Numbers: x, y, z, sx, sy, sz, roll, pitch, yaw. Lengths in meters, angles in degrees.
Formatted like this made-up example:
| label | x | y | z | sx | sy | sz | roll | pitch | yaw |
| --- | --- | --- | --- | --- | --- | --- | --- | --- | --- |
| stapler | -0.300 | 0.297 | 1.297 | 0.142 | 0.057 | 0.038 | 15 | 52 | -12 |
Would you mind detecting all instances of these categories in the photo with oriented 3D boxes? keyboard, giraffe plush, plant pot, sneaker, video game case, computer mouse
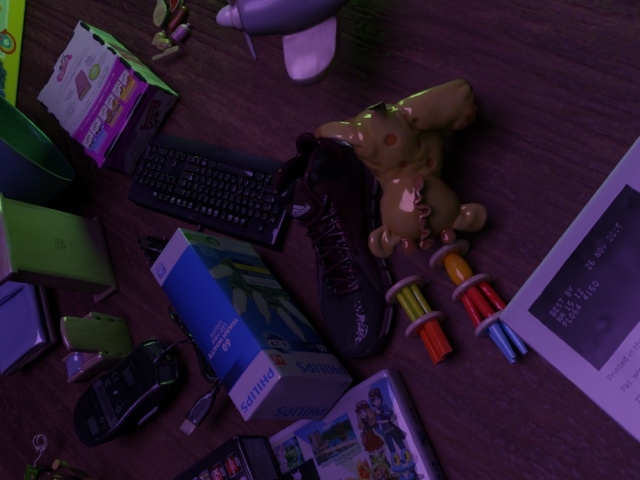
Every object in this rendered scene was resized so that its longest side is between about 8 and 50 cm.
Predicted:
| label | x | y | z | sx | sy | sz | roll | pitch | yaw |
| --- | --- | --- | --- | --- | --- | --- | --- | --- | --- |
| keyboard | -0.175 | -0.042 | 1.229 | 0.317 | 0.033 | 0.201 | 16 | 90 | 37 |
| giraffe plush | 0.108 | -0.076 | 0.958 | 0.181 | 0.210 | 0.170 | -16 | 96 | 26 |
| plant pot | -0.569 | -0.126 | 1.342 | 0.195 | 0.290 | 0.290 | -46 | 57 | 3 |
| sneaker | 0.000 | 0.000 | 1.011 | 0.106 | 0.162 | 0.281 | -17 | 70 | 32 |
| video game case | 0.017 | 0.361 | 1.002 | 0.329 | 0.036 | 0.300 | -36 | 62 | 25 |
| computer mouse | -0.229 | 0.224 | 1.194 | 0.262 | 0.060 | 0.184 | -46 | 53 | 5 |

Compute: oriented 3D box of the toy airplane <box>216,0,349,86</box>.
| label | x | y | z | sx | sy | sz | roll | pitch | yaw |
| --- | --- | --- | --- | --- | --- | --- | --- | --- | --- |
| toy airplane | -0.042 | -0.431 | 1.067 | 0.386 | 0.272 | 0.384 | 41 | 104 | 34 |

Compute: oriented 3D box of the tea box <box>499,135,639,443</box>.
| label | x | y | z | sx | sy | sz | roll | pitch | yaw |
| --- | --- | --- | --- | --- | --- | --- | --- | --- | --- |
| tea box | 0.370 | 0.019 | 0.644 | 0.220 | 0.323 | 0.329 | 44 | 107 | 34 |

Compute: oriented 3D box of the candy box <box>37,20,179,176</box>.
| label | x | y | z | sx | sy | sz | roll | pitch | yaw |
| --- | --- | --- | --- | --- | --- | --- | --- | --- | --- |
| candy box | -0.351 | -0.233 | 1.368 | 0.233 | 0.071 | 0.159 | 43 | 106 | 33 |

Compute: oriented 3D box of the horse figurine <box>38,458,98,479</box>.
| label | x | y | z | sx | sy | sz | roll | pitch | yaw |
| --- | --- | --- | --- | --- | --- | --- | --- | --- | --- |
| horse figurine | -0.290 | 0.393 | 1.154 | 0.066 | 0.174 | 0.263 | -50 | 46 | -7 |

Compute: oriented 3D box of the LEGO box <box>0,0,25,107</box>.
| label | x | y | z | sx | sy | sz | roll | pitch | yaw |
| --- | --- | --- | --- | --- | --- | --- | --- | --- | --- |
| LEGO box | -0.744 | -0.362 | 1.491 | 0.193 | 0.372 | 0.500 | -6 | 77 | 34 |

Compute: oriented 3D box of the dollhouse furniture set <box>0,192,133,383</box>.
| label | x | y | z | sx | sy | sz | roll | pitch | yaw |
| --- | --- | --- | --- | --- | --- | --- | --- | --- | --- |
| dollhouse furniture set | -0.491 | 0.117 | 1.315 | 0.303 | 0.198 | 0.286 | -33 | 62 | 26 |

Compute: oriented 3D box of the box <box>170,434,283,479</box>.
| label | x | y | z | sx | sy | sz | roll | pitch | yaw |
| --- | --- | --- | --- | --- | --- | --- | --- | --- | --- |
| box | -0.112 | 0.407 | 1.024 | 0.216 | 0.060 | 0.270 | -37 | 60 | 23 |

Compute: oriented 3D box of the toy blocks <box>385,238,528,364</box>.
| label | x | y | z | sx | sy | sz | roll | pitch | yaw |
| --- | --- | --- | --- | --- | --- | --- | --- | --- | --- |
| toy blocks | 0.155 | 0.092 | 0.949 | 0.123 | 0.054 | 0.148 | -41 | 60 | 21 |

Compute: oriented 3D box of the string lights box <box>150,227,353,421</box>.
| label | x | y | z | sx | sy | sz | roll | pitch | yaw |
| --- | --- | --- | --- | --- | --- | --- | --- | --- | --- |
| string lights box | -0.089 | 0.103 | 1.034 | 0.077 | 0.133 | 0.259 | -54 | 53 | 18 |

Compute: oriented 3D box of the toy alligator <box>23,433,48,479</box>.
| label | x | y | z | sx | sy | sz | roll | pitch | yaw |
| --- | --- | --- | --- | --- | --- | --- | --- | --- | --- |
| toy alligator | -0.461 | 0.392 | 1.327 | 0.051 | 0.056 | 0.189 | -169 | 94 | -77 |

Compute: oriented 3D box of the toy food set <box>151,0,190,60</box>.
| label | x | y | z | sx | sy | sz | roll | pitch | yaw |
| --- | --- | --- | --- | --- | --- | --- | --- | --- | --- |
| toy food set | -0.237 | -0.345 | 1.347 | 0.078 | 0.019 | 0.122 | -11 | 66 | 33 |
